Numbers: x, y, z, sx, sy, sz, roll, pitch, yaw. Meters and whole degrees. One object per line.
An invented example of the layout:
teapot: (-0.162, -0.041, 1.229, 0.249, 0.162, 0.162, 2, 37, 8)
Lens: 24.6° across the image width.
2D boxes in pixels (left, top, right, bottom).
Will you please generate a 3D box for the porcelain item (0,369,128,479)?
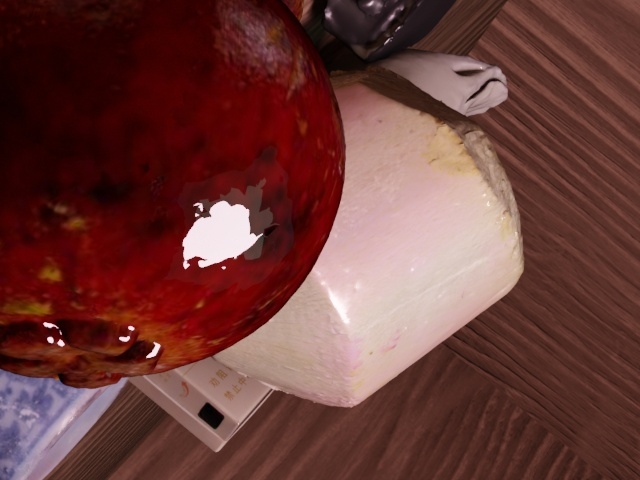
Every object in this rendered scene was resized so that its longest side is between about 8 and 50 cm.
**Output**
porcelain item: (-0.233, 0.115, 1.145, 0.147, 0.114, 0.147, -48, 176, -5)

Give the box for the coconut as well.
coconut: (0.000, 0.000, 1.374, 0.309, 0.297, 0.297, -29, 169, -19)

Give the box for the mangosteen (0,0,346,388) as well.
mangosteen: (-0.095, -0.068, 0.622, 0.215, 0.215, 0.258, 122, -27, -61)

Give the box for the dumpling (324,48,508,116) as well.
dumpling: (0.031, -0.110, 1.656, 0.341, 0.181, 0.260, -48, -166, -31)

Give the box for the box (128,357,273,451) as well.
box: (-0.135, 0.100, 1.473, 0.058, 0.201, 0.141, -53, 176, 39)

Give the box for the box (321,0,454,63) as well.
box: (0.150, -0.339, 1.449, 0.359, 0.091, 0.350, -52, 176, 20)
